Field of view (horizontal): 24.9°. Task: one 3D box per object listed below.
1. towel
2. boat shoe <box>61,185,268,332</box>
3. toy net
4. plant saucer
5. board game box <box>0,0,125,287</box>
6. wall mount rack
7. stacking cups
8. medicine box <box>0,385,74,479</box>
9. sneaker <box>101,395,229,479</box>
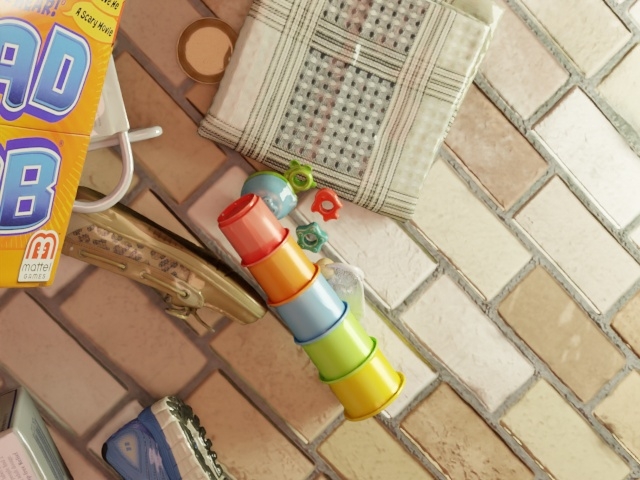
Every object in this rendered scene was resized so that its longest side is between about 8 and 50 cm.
[{"bbox_3d":[0.045,-0.221,1.828,0.312,0.056,0.324,23,90,-14],"label":"towel"},{"bbox_3d":[-0.200,0.035,1.799,0.285,0.104,0.089,31,94,-1],"label":"boat shoe"},{"bbox_3d":[0.000,0.000,1.839,0.122,0.045,0.232,-29,111,22],"label":"toy net"},{"bbox_3d":[-0.140,-0.238,1.821,0.083,0.015,0.083,-1,95,-11],"label":"plant saucer"},{"bbox_3d":[-0.480,-0.169,1.512,0.356,0.356,0.356,19,98,26],"label":"board game box"},{"bbox_3d":[-0.360,-0.195,1.736,0.304,0.130,0.350,-13,96,-12],"label":"wall mount rack"},{"bbox_3d":[-0.015,0.078,1.818,0.096,0.096,0.316,-36,105,-5],"label":"stacking cups"},{"bbox_3d":[-0.449,0.315,1.690,0.289,0.263,0.149,-26,99,-7],"label":"medicine box"},{"bbox_3d":[-0.169,0.366,1.832,0.147,0.130,0.330,-26,96,8],"label":"sneaker"}]
